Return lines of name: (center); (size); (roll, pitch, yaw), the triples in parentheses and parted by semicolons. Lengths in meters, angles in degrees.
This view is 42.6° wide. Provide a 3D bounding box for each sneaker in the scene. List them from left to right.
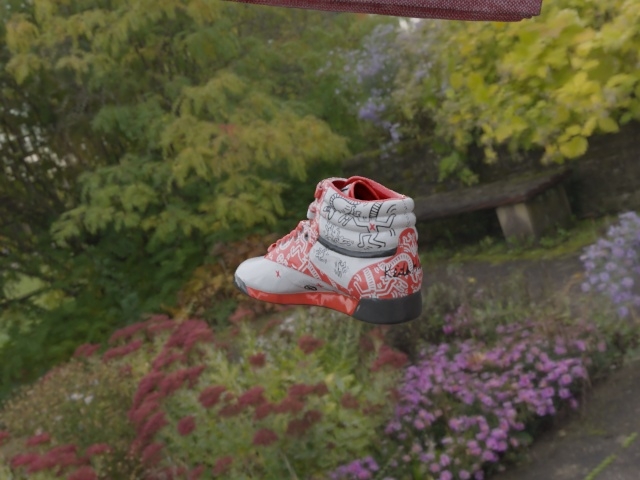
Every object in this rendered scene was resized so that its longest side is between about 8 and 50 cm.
sneaker: (0.001, 0.000, 0.913); (0.090, 0.144, 0.270); (-12, 14, -42)

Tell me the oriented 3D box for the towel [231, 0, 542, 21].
towel: (0.015, -0.288, 0.427); (0.237, 0.328, 0.037); (5, 9, 0)
